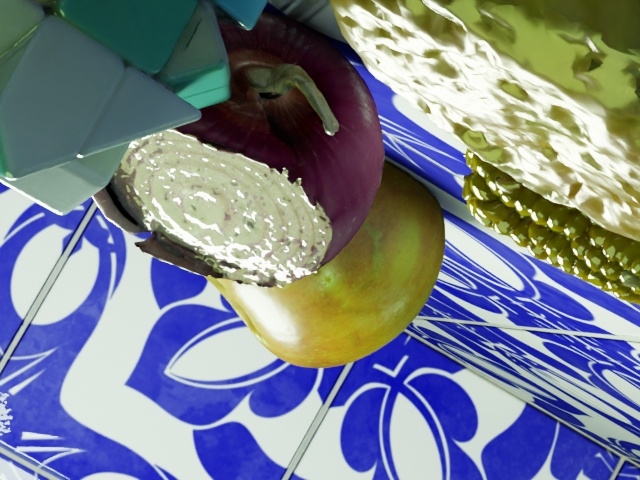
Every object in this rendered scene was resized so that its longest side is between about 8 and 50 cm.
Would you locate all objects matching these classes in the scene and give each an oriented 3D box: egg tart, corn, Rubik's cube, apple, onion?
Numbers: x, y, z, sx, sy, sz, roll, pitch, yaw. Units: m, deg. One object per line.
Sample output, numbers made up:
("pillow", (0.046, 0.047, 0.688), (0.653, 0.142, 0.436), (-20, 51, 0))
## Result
("egg tart", (0.105, -0.090, 0.668), (0.319, 0.128, 0.319), (31, 172, 5))
("corn", (0.224, 0.004, 1.044), (0.313, 0.102, 0.102), (25, 173, 10))
("Rubik's cube", (-0.167, -0.141, 1.088), (0.224, 0.213, 0.265), (22, 172, 47))
("apple", (0.000, 0.000, 1.667), (0.237, 0.207, 0.237), (46, 170, 11))
("onion", (-0.059, -0.079, 1.264), (0.207, 0.200, 0.200), (0, 167, 12))
